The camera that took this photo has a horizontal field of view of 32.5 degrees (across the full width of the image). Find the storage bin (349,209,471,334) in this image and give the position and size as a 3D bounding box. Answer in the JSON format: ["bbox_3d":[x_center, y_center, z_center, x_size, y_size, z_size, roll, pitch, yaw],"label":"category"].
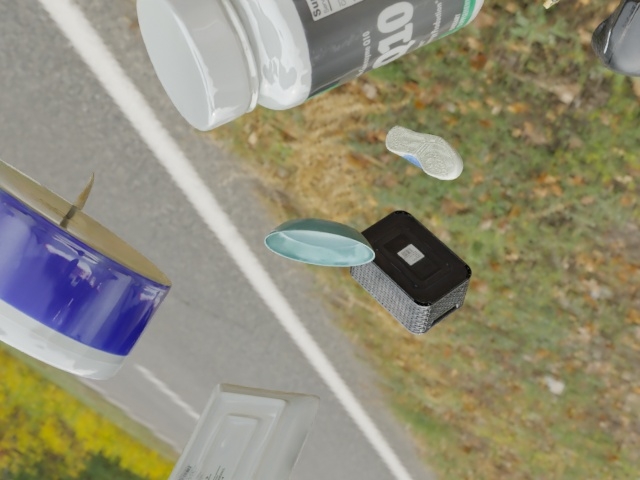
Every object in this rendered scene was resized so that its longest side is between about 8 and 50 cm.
[{"bbox_3d":[0.147,0.050,1.813,0.180,0.122,0.084,44,151,26],"label":"storage bin"}]

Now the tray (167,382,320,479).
[{"bbox_3d":[-0.111,0.265,1.200,0.145,0.270,0.030,3,138,28],"label":"tray"}]

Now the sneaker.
[{"bbox_3d":[0.171,-0.122,1.606,0.085,0.058,0.152,16,-171,-42],"label":"sneaker"}]

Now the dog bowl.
[{"bbox_3d":[-0.271,0.012,1.003,0.265,0.104,0.265,35,179,0],"label":"dog bowl"}]

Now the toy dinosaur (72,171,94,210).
[{"bbox_3d":[-0.295,0.015,1.215,0.092,0.183,0.053,45,-167,13],"label":"toy dinosaur"}]

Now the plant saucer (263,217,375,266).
[{"bbox_3d":[0.000,0.000,1.171,0.119,0.021,0.119,7,162,2],"label":"plant saucer"}]

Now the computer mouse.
[{"bbox_3d":[0.313,-0.221,1.131,0.184,0.060,0.262,2,169,-6],"label":"computer mouse"}]

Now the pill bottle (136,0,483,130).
[{"bbox_3d":[-0.010,-0.273,1.246,0.204,0.361,0.204,51,158,30],"label":"pill bottle"}]
